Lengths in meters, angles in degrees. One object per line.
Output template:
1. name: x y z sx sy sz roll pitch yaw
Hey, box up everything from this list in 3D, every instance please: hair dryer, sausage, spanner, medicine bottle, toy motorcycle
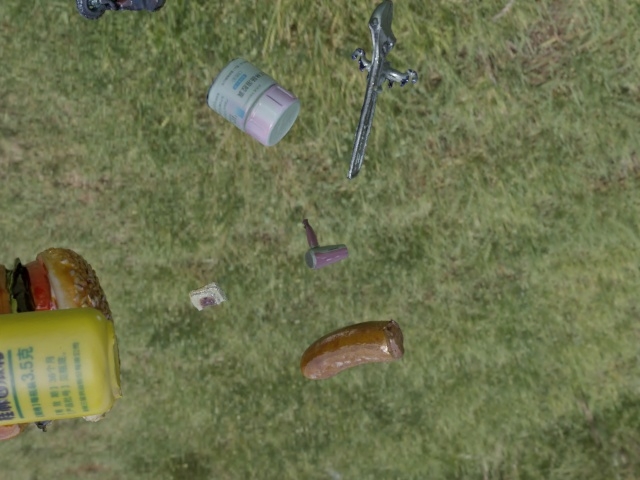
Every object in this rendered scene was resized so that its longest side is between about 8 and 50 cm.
1. hair dryer: -0.007 0.000 2.110 0.106 0.154 0.054 -18 147 -24
2. sausage: 0.063 0.252 1.869 0.270 0.109 0.109 -24 143 34
3. spanner: 0.091 -0.269 1.474 0.026 0.326 0.093 17 -168 26
4. medicine bottle: -0.341 0.124 0.742 0.308 0.076 0.111 -5 111 -10
5. medicine bottle: -0.143 -0.297 1.761 0.168 0.135 0.135 37 139 9
6. toy motorcycle: -0.370 -0.483 1.528 0.082 0.213 0.122 11 115 34

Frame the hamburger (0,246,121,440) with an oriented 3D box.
1. hamburger: -0.495 0.177 1.452 0.250 0.330 0.330 -8 146 -19

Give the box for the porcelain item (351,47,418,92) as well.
1. porcelain item: 0.117 -0.313 1.565 0.136 0.075 0.021 21 158 -6

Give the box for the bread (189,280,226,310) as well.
1. bread: -0.291 0.142 2.100 0.083 0.035 0.070 -18 137 4
